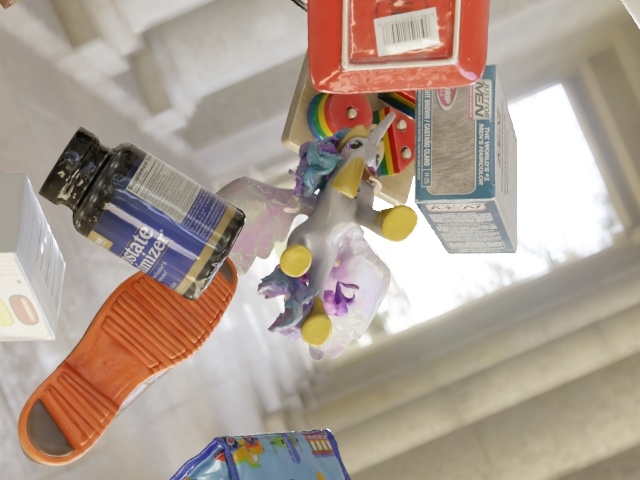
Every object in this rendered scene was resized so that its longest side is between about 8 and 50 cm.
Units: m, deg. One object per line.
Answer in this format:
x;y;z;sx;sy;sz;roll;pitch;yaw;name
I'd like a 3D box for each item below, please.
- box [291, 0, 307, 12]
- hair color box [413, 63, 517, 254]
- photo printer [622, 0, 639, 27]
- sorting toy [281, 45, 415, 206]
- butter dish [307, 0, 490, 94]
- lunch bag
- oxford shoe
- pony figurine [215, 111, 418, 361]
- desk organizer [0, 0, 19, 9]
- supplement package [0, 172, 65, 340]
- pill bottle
0.027;-0.362;1.636;0.056;0.231;0.183;35;14;-25;box
0.194;-0.096;2.065;0.347;0.105;0.173;47;43;-74;hair color box
0.389;-0.415;1.983;0.256;0.107;0.307;62;3;-58;photo printer
0.090;-0.224;2.587;0.257;0.089;0.255;27;68;-32;sorting toy
0.060;-0.220;1.393;0.118;0.160;0.159;-111;-161;-62;butter dish
-0.121;0.302;1.453;0.138;0.293;0.221;62;20;17;lunch bag
-0.256;0.143;2.046;0.130;0.364;0.133;48;-20;-2;oxford shoe
0.000;0.000;2.168;0.303;0.351;0.363;33;17;-11;pony figurine
-0.419;-0.362;2.011;0.130;0.047;0.050;52;-27;1;desk organizer
-0.457;0.029;2.238;0.244;0.139;0.133;79;10;-57;supplement package
-0.206;-0.036;1.825;0.219;0.122;0.123;32;7;-7;pill bottle
